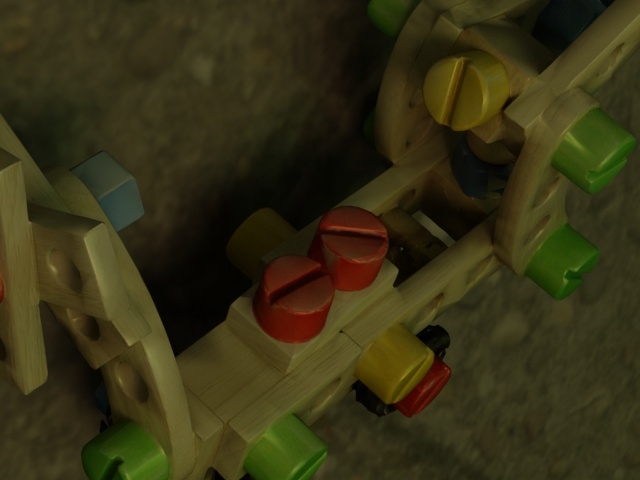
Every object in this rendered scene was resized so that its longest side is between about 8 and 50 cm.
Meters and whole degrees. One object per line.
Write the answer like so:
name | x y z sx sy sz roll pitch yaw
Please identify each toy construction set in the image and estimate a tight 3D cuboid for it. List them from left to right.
toy construction set | 0.000 0.000 0.711 0.328 0.151 0.215 -20 151 -29
